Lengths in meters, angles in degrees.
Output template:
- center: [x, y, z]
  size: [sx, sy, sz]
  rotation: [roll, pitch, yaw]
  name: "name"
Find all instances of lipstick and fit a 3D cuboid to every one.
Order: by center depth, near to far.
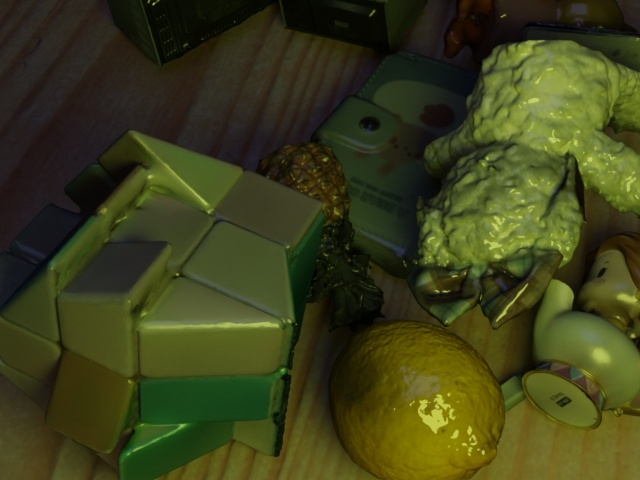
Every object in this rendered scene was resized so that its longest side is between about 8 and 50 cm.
- center: [0.252, 0.172, 1.292]
  size: [0.107, 0.025, 0.025]
  rotation: [-30, 53, -22]
  name: "lipstick"

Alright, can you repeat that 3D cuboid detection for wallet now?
- center: [0.111, -0.122, 1.526]
  size: [0.252, 0.083, 0.360]
  rotation: [24, 58, 21]
  name: "wallet"

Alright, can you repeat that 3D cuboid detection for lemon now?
- center: [0.105, 0.184, 1.199]
  size: [0.188, 0.188, 0.257]
  rotation: [-35, 33, -19]
  name: "lemon"

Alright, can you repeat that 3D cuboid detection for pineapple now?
- center: [0.001, -0.001, 1.365]
  size: [0.128, 0.128, 0.248]
  rotation: [-20, 77, -7]
  name: "pineapple"

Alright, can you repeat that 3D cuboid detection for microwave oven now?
- center: [0.053, -0.405, 1.736]
  size: [0.205, 0.129, 0.163]
  rotation: [19, 58, 24]
  name: "microwave oven"
- center: [-0.199, -0.462, 1.755]
  size: [0.295, 0.237, 0.181]
  rotation: [-34, 55, -18]
  name: "microwave oven"

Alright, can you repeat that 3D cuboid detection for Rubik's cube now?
- center: [-0.182, 0.070, 1.227]
  size: [0.368, 0.387, 0.358]
  rotation: [22, 47, 12]
  name: "Rubik's cube"

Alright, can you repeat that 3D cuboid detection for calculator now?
- center: [0.410, -0.230, 1.509]
  size: [0.262, 0.161, 0.021]
  rotation: [9, 45, 18]
  name: "calculator"

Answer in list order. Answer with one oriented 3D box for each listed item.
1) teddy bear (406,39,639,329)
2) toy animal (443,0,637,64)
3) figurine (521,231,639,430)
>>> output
- center: [0.273, -0.058, 1.343]
  size: [0.327, 0.375, 0.362]
  rotation: [5, 86, 30]
  name: "teddy bear"
- center: [0.335, -0.322, 1.594]
  size: [0.281, 0.195, 0.169]
  rotation: [15, 52, 3]
  name: "toy animal"
- center: [0.351, 0.099, 1.265]
  size: [0.189, 0.142, 0.263]
  rotation: [43, 62, 0]
  name: "figurine"
